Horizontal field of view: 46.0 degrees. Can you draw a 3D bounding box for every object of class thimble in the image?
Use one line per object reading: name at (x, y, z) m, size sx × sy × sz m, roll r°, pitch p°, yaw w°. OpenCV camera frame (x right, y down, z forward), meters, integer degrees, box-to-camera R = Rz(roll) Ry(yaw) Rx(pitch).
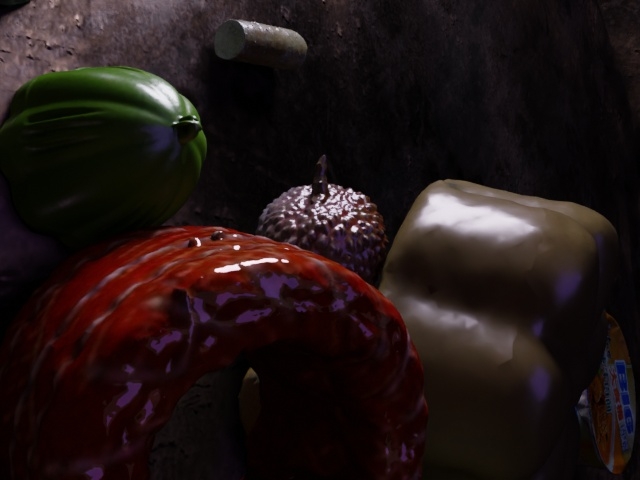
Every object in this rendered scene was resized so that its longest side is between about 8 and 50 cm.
thimble at (-0.085, 0.152, 0.636) m, size 0.350 × 0.230 × 0.350 m, roll -6°, pitch 100°, yaw -38°

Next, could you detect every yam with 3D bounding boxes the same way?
yam at (-0.074, -0.246, 0.951) m, size 0.132 × 0.054 × 0.054 m, roll -10°, pitch 90°, yaw -54°

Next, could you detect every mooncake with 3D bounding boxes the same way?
mooncake at (0.223, 0.154, 0.996) m, size 0.467 × 0.262 × 0.467 m, roll -40°, pitch 138°, yaw -51°

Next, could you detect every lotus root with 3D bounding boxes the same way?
lotus root at (-0.169, -0.087, 0.687) m, size 0.186 × 0.186 × 0.186 m, roll 17°, pitch 69°, yaw -51°

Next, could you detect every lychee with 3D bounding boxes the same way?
lychee at (0.000, 0.000, 0.903) m, size 0.165 × 0.165 × 0.198 m, roll -38°, pitch 132°, yaw -51°

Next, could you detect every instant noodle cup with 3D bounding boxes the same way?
instant noodle cup at (0.429, 0.279, 1.384) m, size 0.296 × 0.214 × 0.297 m, roll 17°, pitch 69°, yaw -51°

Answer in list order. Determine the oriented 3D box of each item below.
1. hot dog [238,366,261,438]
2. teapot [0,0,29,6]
hot dog at (-0.036, 0.242, 0.874) m, size 0.084 × 0.073 × 0.243 m, roll -35°, pitch 108°, yaw -55°
teapot at (-0.216, -0.314, 0.628) m, size 0.171 × 0.225 × 0.203 m, roll -11°, pitch 90°, yaw -57°
